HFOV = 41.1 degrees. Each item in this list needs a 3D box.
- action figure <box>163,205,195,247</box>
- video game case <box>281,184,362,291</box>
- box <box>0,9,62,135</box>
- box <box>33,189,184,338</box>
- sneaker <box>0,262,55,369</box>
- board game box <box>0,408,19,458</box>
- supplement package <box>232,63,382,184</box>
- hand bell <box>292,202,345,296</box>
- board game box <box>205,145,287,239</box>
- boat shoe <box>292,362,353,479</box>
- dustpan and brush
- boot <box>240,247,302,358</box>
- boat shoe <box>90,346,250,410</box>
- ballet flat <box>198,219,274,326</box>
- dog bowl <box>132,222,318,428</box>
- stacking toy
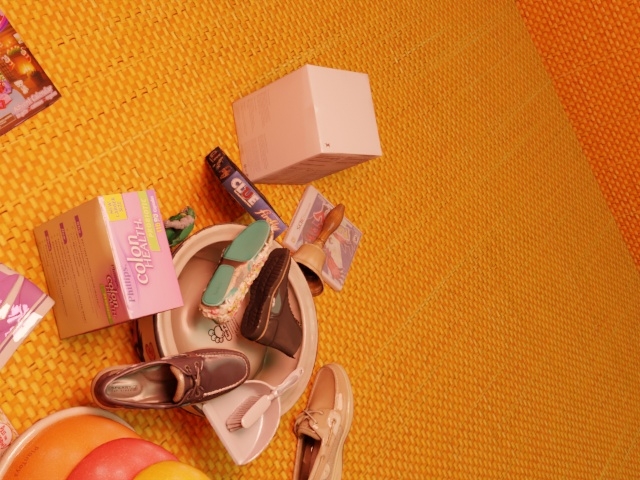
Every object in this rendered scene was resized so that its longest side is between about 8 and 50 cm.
[{"bbox_3d":[-0.320,-0.010,1.697,0.232,0.137,0.064,-44,119,-53],"label":"action figure"},{"bbox_3d":[0.008,-0.006,2.078,0.201,0.023,0.184,42,52,-28],"label":"video game case"},{"bbox_3d":[-0.627,-0.266,1.502,0.201,0.057,0.293,56,46,-15],"label":"box"},{"bbox_3d":[-0.381,0.045,1.519,0.117,0.243,0.214,-12,86,-46],"label":"box"},{"bbox_3d":[-0.584,0.154,1.402,0.161,0.102,0.282,44,44,-17],"label":"sneaker"},{"bbox_3d":[-0.578,0.359,1.370,0.193,0.045,0.147,-41,106,-44],"label":"board game box"},{"bbox_3d":[-0.033,-0.254,1.939,0.198,0.262,0.200,-2,80,-45],"label":"supplement package"},{"bbox_3d":[0.000,0.000,1.986,0.126,0.126,0.242,48,52,-24],"label":"hand bell"},{"bbox_3d":[-0.160,-0.105,1.809,0.042,0.243,0.165,-41,114,1],"label":"board game box"},{"bbox_3d":[-0.003,0.415,1.883,0.098,0.109,0.303,23,68,-40],"label":"boat shoe"},{"bbox_3d":[-0.109,0.308,1.626,0.211,0.060,0.147,-41,107,-43],"label":"dustpan and brush"},{"bbox_3d":[-0.076,0.128,1.716,0.137,0.076,0.198,35,69,-38],"label":"boot"},{"bbox_3d":[-0.253,0.248,1.492,0.285,0.092,0.103,-4,90,-21],"label":"boat shoe"},{"bbox_3d":[-0.160,0.065,1.651,0.241,0.091,0.077,-58,148,-33],"label":"ballet flat"},{"bbox_3d":[-0.199,0.176,1.728,0.407,0.150,0.408,15,68,-42],"label":"dog bowl"},{"bbox_3d":[-0.263,0.453,1.320,0.350,0.479,0.351,3,86,-52],"label":"stacking toy"}]
